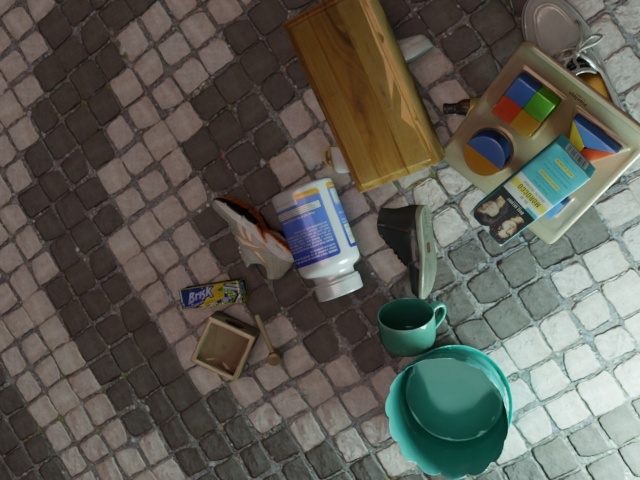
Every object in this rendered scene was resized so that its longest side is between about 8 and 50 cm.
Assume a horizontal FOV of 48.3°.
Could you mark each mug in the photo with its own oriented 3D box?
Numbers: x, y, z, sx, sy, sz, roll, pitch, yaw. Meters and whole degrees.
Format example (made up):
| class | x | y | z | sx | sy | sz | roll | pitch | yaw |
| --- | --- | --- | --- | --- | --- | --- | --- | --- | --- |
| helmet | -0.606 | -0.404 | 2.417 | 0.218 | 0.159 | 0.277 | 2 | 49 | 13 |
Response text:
| class | x | y | z | sx | sy | sz | roll | pitch | yaw |
| --- | --- | --- | --- | --- | --- | --- | --- | --- | --- |
| mug | 0.214 | 0.206 | 1.649 | 0.158 | 0.129 | 0.097 | -4 | 120 | 9 |
| mug | 0.049 | -0.195 | 1.699 | 0.062 | 0.078 | 0.064 | -9 | 104 | -17 |

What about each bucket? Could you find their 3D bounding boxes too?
| class | x | y | z | sx | sy | sz | roll | pitch | yaw |
| --- | --- | --- | --- | --- | --- | --- | --- | --- | --- |
| bucket | 0.295 | 0.373 | 1.616 | 0.282 | 0.183 | 0.280 | 2 | 97 | 16 |

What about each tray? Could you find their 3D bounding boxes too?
| class | x | y | z | sx | sy | sz | roll | pitch | yaw |
| --- | --- | --- | --- | --- | --- | --- | --- | --- | --- |
| tray | 0.096 | -0.328 | 1.562 | 0.203 | 0.076 | 0.410 | -20 | 101 | 28 |

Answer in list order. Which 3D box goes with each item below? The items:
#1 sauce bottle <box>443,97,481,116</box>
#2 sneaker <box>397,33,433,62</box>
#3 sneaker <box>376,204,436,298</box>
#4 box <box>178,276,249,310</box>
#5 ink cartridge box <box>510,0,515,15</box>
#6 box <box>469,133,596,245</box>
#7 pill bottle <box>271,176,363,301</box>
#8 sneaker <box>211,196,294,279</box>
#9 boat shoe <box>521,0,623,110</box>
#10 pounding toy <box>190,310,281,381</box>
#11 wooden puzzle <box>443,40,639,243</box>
| class | x | y | z | sx | sy | sz | roll | pitch | yaw |
| --- | --- | --- | --- | --- | --- | --- | --- | --- | --- |
| sauce bottle | 0.341 | -0.299 | 1.604 | 0.128 | 0.042 | 0.042 | -1 | 96 | 19 |
| sneaker | 0.094 | -0.442 | 1.626 | 0.293 | 0.108 | 0.169 | -22 | 93 | 18 |
| sneaker | 0.201 | 0.025 | 1.670 | 0.118 | 0.083 | 0.221 | 1 | 100 | 32 |
| box | -0.272 | 0.137 | 1.822 | 0.169 | 0.054 | 0.059 | -9 | 94 | 16 |
| ink cartridge box | 0.358 | -0.581 | 1.533 | 0.062 | 0.109 | 0.209 | -16 | 92 | 18 |
| box | 0.428 | -0.099 | 1.458 | 0.100 | 0.060 | 0.244 | 47 | 130 | 3 |
| pill bottle | 0.000 | 0.000 | 1.677 | 0.153 | 0.152 | 0.271 | -20 | 90 | 17 |
| sneaker | -0.178 | -0.002 | 1.761 | 0.262 | 0.099 | 0.121 | 39 | 109 | 10 |
| boat shoe | 0.526 | -0.358 | 1.481 | 0.136 | 0.156 | 0.366 | -23 | 88 | 15 |
| pounding toy | -0.190 | 0.255 | 1.796 | 0.206 | 0.094 | 0.181 | 24 | 97 | 3 |
| wooden puzzle | 0.446 | -0.185 | 1.485 | 0.322 | 0.080 | 0.347 | 40 | 134 | 8 |
